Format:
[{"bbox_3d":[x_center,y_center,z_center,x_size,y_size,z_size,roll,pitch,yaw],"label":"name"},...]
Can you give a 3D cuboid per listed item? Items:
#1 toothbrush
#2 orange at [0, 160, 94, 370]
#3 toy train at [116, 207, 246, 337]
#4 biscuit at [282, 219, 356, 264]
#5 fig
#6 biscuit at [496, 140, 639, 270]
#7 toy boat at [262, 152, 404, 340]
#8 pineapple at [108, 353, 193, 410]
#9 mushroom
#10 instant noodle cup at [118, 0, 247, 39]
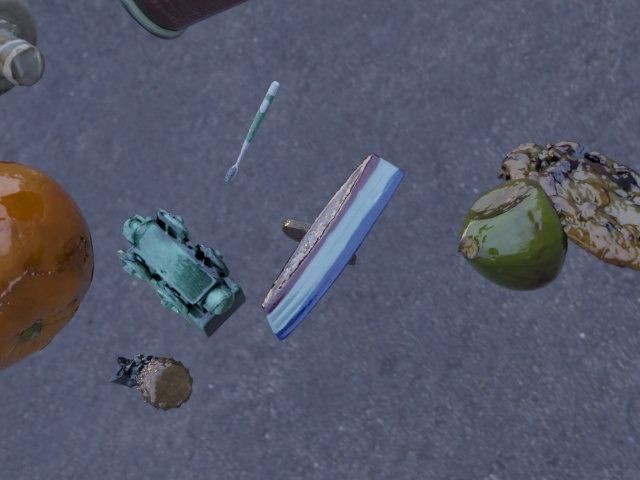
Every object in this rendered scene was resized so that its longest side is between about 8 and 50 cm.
[{"bbox_3d":[-0.144,-0.223,2.102,0.018,0.024,0.257,36,120,9],"label":"toothbrush"},{"bbox_3d":[-0.415,0.037,1.235,0.226,0.284,0.284,42,92,10],"label":"orange"},{"bbox_3d":[-0.305,0.070,2.173,0.299,0.238,0.167,41,76,18],"label":"toy train"},{"bbox_3d":[0.000,0.000,1.904,0.124,0.175,0.026,11,74,42],"label":"biscuit"},{"bbox_3d":[0.260,-0.007,1.380,0.144,0.165,0.154,23,109,40],"label":"fig"},{"bbox_3d":[0.447,-0.067,1.599,0.334,0.289,0.081,36,123,24],"label":"biscuit"},{"bbox_3d":[0.008,0.005,1.098,0.229,0.046,0.080,-54,29,-4],"label":"toy boat"},{"bbox_3d":[-0.363,0.290,2.144,0.111,0.119,0.237,-55,27,-18],"label":"pineapple"},{"bbox_3d":[-0.548,-0.337,1.671,0.209,0.206,0.206,-7,62,41],"label":"mushroom"},{"bbox_3d":[-0.125,-0.358,1.134,0.178,0.235,0.235,-9,61,21],"label":"instant noodle cup"}]
